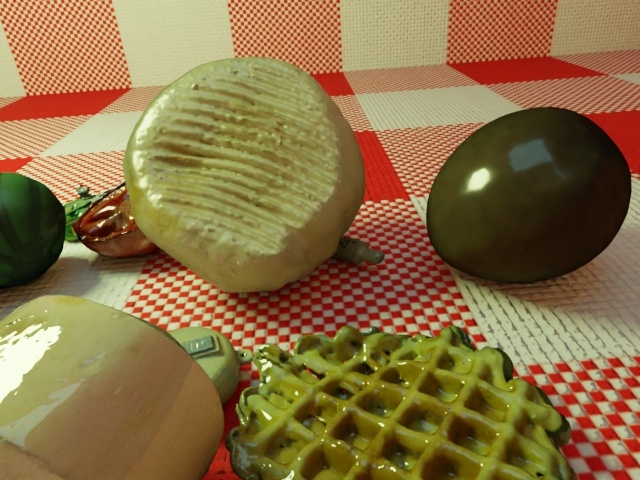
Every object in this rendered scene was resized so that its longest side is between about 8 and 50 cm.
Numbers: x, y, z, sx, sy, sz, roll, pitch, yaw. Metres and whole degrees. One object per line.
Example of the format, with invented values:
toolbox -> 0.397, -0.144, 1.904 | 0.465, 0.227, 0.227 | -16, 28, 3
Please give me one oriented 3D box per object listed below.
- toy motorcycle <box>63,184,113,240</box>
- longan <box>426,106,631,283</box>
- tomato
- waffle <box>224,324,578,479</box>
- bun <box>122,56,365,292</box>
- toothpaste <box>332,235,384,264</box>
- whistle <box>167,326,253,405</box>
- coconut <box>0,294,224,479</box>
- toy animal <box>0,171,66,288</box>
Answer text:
toy motorcycle -> -0.459, -0.055, 0.967 | 0.190, 0.074, 0.106 | -29, 44, -36
longan -> 0.295, -0.062, 0.714 | 0.300, 0.243, 0.300 | -13, -7, -2
tomato -> -0.324, -0.039, 0.893 | 0.227, 0.101, 0.228 | -12, 37, 9
waffle -> 0.073, 0.185, 0.458 | 0.316, 0.073, 0.297 | -7, 28, -10
bun -> -0.108, -0.095, 0.764 | 0.364, 0.219, 0.366 | 2, 70, -6
toothpaste -> 0.000, 0.000, 0.839 | 0.255, 0.037, 0.067 | 16, 40, 38
whistle -> -0.201, 0.160, 0.545 | 0.257, 0.067, 0.126 | -15, 29, -14
coconut -> -0.194, 0.157, 0.388 | 0.241, 0.241, 0.241 | -3, 29, 2
toy animal -> -0.565, 0.014, 0.741 | 0.338, 0.216, 0.191 | -15, 57, -26
